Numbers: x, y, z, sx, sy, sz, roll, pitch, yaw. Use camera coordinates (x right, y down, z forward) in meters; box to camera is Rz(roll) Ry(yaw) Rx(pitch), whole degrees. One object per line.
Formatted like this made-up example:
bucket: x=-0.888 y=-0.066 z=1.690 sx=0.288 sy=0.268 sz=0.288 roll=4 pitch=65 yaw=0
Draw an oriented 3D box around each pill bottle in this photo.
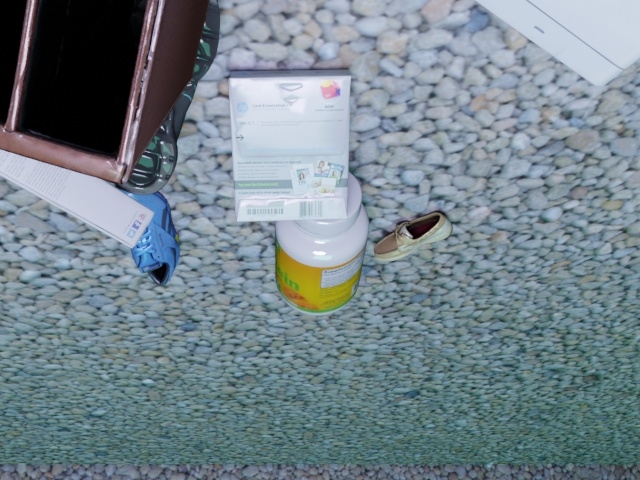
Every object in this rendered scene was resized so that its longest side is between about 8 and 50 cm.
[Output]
pill bottle: x=0.000 y=0.000 z=1.079 sx=0.136 sy=0.136 sz=0.245 roll=-2 pitch=148 yaw=-4

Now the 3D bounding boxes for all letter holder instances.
letter holder: x=-0.168 y=-0.210 z=0.558 sx=0.152 sy=0.302 sz=0.214 roll=17 pitch=114 yaw=-9

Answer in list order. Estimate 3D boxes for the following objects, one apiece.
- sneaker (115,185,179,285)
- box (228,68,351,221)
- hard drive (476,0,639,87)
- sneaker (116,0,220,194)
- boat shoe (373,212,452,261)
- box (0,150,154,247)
sneaker: x=-0.258 y=-0.005 z=1.097 sx=0.069 sy=0.082 sz=0.209 roll=-4 pitch=147 yaw=3
box: x=-0.037 y=-0.115 z=0.900 sx=0.145 sy=0.038 sz=0.186 roll=-2 pitch=118 yaw=-4
hard drive: x=0.321 y=-0.311 z=0.664 sx=0.233 sy=0.047 sz=0.353 roll=26 pitch=138 yaw=-23
sneaker: x=-0.185 y=-0.183 z=0.810 sx=0.101 sy=0.106 sz=0.267 roll=15 pitch=124 yaw=-19
boat shoe: x=0.142 y=-0.010 z=1.169 sx=0.135 sy=0.050 sz=0.045 roll=-26 pitch=140 yaw=15
box: x=-0.371 y=-0.108 z=0.818 sx=0.232 sy=0.058 sz=0.322 roll=22 pitch=168 yaw=43
